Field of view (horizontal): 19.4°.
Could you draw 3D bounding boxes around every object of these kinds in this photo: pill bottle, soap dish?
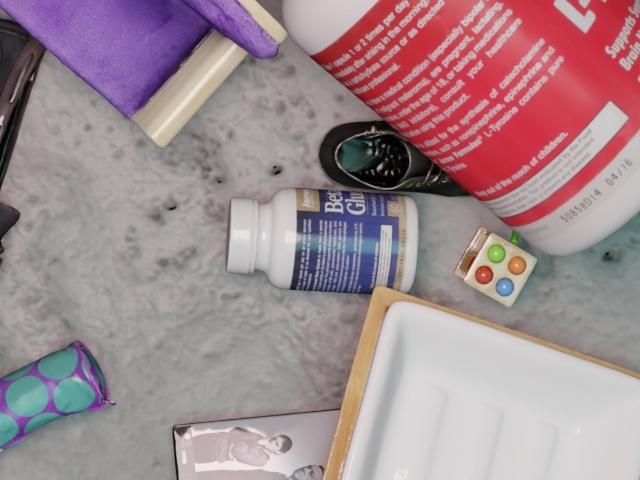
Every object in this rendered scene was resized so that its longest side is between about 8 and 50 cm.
[{"bbox_3d":[0.000,0.000,1.701,0.169,0.094,0.094,3,96,-6],"label":"pill bottle"},{"bbox_3d":[0.119,-0.192,1.557,0.407,0.229,0.229,39,91,-13],"label":"pill bottle"},{"bbox_3d":[0.146,0.195,1.691,0.290,0.118,0.229,19,73,-12],"label":"soap dish"}]

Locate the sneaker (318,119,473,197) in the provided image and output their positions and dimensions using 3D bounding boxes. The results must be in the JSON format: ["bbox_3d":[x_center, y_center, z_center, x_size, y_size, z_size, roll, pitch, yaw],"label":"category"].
[{"bbox_3d":[0.113,-0.073,1.692,0.222,0.118,0.083,-5,97,-5],"label":"sneaker"}]

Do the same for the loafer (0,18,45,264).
[{"bbox_3d":[-0.302,-0.050,1.664,0.095,0.109,0.303,6,93,-10],"label":"loafer"}]

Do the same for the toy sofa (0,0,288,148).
[{"bbox_3d":[-0.205,-0.236,1.543,0.150,0.177,0.362,-48,128,0],"label":"toy sofa"}]

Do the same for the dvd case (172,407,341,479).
[{"bbox_3d":[-0.011,0.249,1.732,0.238,0.029,0.179,-5,79,-7],"label":"dvd case"}]

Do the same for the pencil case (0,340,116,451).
[{"bbox_3d":[-0.270,0.152,1.706,0.151,0.064,0.070,-27,82,-2],"label":"pencil case"}]

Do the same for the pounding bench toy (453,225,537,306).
[{"bbox_3d":[0.170,0.011,1.733,0.052,0.065,0.083,29,92,-8],"label":"pounding bench toy"}]
